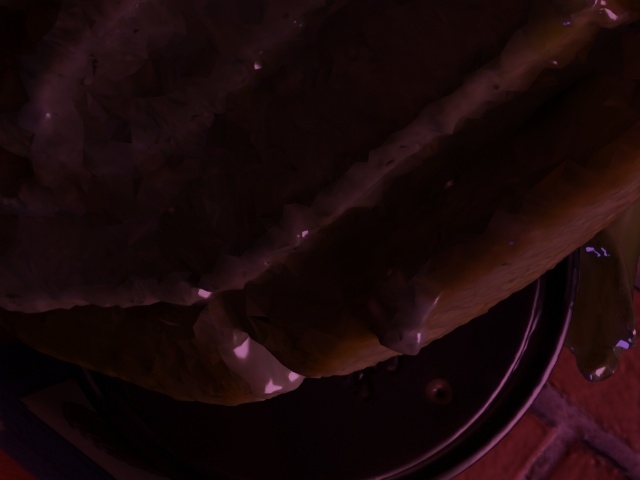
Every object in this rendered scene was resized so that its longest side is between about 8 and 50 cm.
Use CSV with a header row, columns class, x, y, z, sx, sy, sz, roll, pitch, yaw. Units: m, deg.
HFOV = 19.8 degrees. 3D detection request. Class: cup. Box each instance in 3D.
class,x,y,z,sx,sy,sz,roll,pitch,yaw
cup,0.000,0.000,0.751,0.196,0.196,0.280,-52,180,3

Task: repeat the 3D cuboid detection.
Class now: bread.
class,x,y,z,sx,sy,sz,roll,pitch,yaw
bread,-0.006,-0.061,0.393,0.257,0.186,0.124,-48,-179,41

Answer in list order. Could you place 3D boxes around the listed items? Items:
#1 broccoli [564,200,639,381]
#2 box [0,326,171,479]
class,x,y,z,sx,sy,sz,roll,pitch,yaw
broccoli,0.105,-0.102,0.963,0.254,0.186,0.302,2,-139,47
box,-0.112,0.254,0.721,0.349,0.318,0.257,-52,173,11
